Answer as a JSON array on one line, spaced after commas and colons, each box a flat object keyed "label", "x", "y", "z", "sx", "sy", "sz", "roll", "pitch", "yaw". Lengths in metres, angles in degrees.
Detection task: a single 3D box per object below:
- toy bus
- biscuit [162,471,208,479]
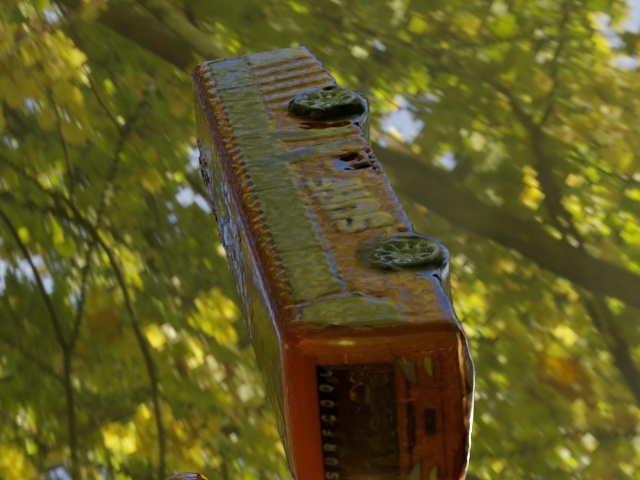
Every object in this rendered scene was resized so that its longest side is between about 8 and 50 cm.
[{"label": "toy bus", "x": 0.000, "y": 0.000, "z": 1.012, "sx": 0.092, "sy": 0.409, "sz": 0.093, "roll": -7, "pitch": -67, "yaw": -7}, {"label": "biscuit", "x": -0.115, "y": 0.199, "z": 0.762, "sx": 0.250, "sy": 0.036, "sz": 0.165, "roll": -35, "pitch": -56, "yaw": -26}]
